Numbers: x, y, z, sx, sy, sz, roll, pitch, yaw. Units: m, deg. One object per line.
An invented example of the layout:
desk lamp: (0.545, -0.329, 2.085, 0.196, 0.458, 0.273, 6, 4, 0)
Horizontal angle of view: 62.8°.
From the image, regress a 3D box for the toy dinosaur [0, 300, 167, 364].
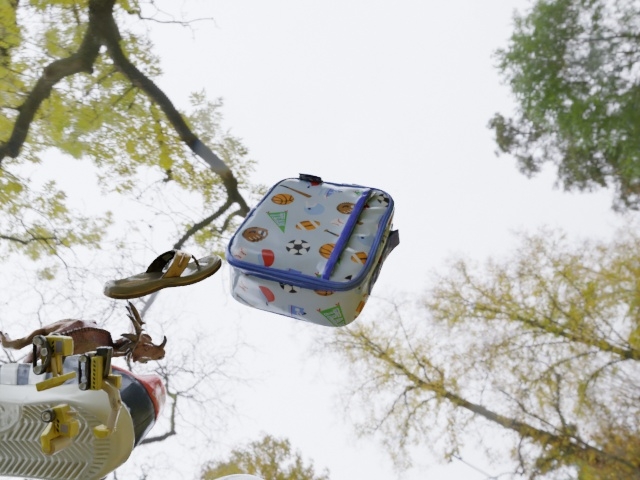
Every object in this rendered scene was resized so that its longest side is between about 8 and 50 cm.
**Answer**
toy dinosaur: (-0.408, 0.178, 0.915, 0.295, 0.201, 0.127, 53, -159, -80)

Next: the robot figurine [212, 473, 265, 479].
robot figurine: (-0.104, 0.476, 0.796, 0.353, 0.300, 0.199, 67, -161, -55)

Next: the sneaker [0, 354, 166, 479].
sneaker: (-0.348, 0.194, 0.624, 0.148, 0.351, 0.131, -27, -60, -73)

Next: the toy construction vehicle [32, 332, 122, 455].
toy construction vehicle: (-0.206, 0.128, 0.454, 0.086, 0.035, 0.098, 35, -129, -78)

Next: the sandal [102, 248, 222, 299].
sandal: (-0.214, 0.039, 0.731, 0.180, 0.072, 0.048, -14, -76, -42)

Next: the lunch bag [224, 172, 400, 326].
lunch bag: (0.000, 0.000, 0.866, 0.303, 0.244, 0.114, -61, -24, -50)
